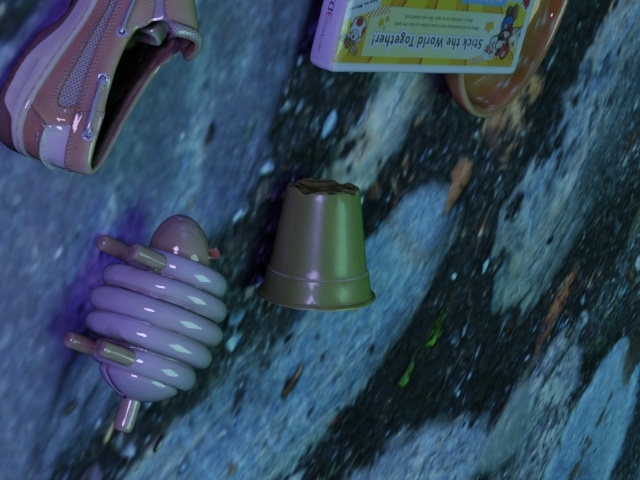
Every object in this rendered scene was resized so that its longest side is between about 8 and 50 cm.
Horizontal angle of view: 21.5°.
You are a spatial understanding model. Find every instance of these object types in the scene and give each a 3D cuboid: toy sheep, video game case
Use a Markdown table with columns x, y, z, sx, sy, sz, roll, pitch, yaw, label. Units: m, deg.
| x | y | z | sx | sy | sz | roll | pitch | yaw | label |
| --- | --- | --- | --- | --- | --- | --- | --- | --- | --- |
| -0.099 | 0.048 | 0.988 | 0.132 | 0.091 | 0.091 | -69 | 157 | -5 | toy sheep |
| 0.093 | -0.216 | 1.155 | 0.227 | 0.026 | 0.206 | -7 | 116 | -52 | video game case |

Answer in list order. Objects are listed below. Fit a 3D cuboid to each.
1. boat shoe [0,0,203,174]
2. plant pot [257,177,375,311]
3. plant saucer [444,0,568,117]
| x | y | z | sx | sy | sz | roll | pitch | yaw | label |
| --- | --- | --- | --- | --- | --- | --- | --- | --- | --- |
| -0.088 | -0.115 | 0.868 | 0.190 | 0.072 | 0.068 | -62 | 156 | -9 | boat shoe |
| 0.000 | 0.000 | 1.166 | 0.083 | 0.083 | 0.079 | -21 | 119 | -58 | plant pot |
| 0.146 | -0.195 | 1.323 | 0.200 | 0.037 | 0.200 | -45 | 148 | -39 | plant saucer |
